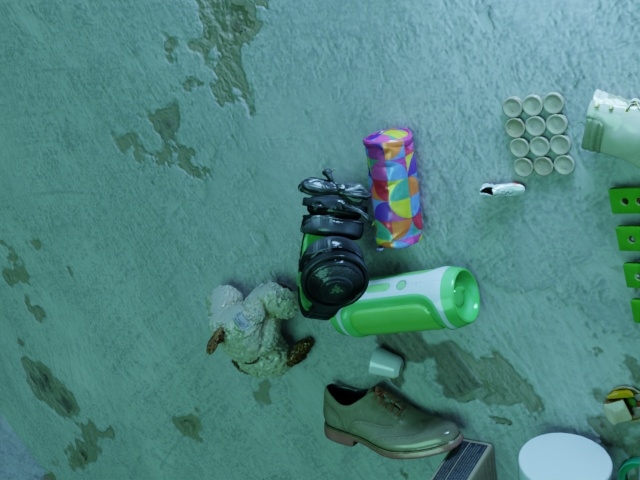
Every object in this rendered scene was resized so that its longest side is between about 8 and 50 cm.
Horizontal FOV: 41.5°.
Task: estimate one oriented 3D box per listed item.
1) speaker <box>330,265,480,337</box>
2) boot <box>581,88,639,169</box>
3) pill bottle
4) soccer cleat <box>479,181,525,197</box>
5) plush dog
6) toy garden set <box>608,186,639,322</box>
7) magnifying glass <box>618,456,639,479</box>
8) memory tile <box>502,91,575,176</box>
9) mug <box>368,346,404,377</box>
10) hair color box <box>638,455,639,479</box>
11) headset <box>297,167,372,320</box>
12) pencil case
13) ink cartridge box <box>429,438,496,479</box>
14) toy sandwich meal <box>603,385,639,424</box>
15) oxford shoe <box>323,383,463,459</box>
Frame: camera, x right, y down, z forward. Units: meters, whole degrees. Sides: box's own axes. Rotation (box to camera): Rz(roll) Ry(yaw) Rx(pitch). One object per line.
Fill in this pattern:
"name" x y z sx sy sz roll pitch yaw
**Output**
"speaker" 0.163 0.125 1.695 0.296 0.131 0.131 -10 107 38
"boot" 0.508 -0.211 1.317 0.165 0.077 0.213 27 126 24
"pill bottle" 0.474 0.576 1.650 0.210 0.210 0.363 10 118 31
"soccer cleat" 0.328 -0.090 1.528 0.083 0.035 0.029 7 116 33
"plush dog" -0.150 0.234 1.948 0.262 0.210 0.225 -9 130 37
"toy garden set" 0.593 0.023 1.376 0.204 0.049 0.244 2 112 51
"magnifying glass" 0.667 0.504 1.603 0.231 0.026 0.092 44 130 11
"memory tile" 0.377 -0.181 1.463 0.113 0.012 0.148 -2 112 36
"mug" 0.147 0.268 1.833 0.064 0.078 0.062 15 88 19
"hair color box" 0.624 0.469 1.483 0.114 0.185 0.374 7 111 28
"headset" 0.000 0.000 1.630 0.185 0.243 0.394 8 151 -15
"pencil case" 0.136 -0.096 1.621 0.104 0.104 0.236 9 116 32
"ink cartridge box" 0.301 0.570 1.778 0.088 0.193 0.234 5 115 33
"toy sandwich meal" 0.566 0.309 1.568 0.085 0.029 0.085 16 121 28
"oxford shoe" 0.143 0.387 1.847 0.348 0.123 0.130 0 107 34
